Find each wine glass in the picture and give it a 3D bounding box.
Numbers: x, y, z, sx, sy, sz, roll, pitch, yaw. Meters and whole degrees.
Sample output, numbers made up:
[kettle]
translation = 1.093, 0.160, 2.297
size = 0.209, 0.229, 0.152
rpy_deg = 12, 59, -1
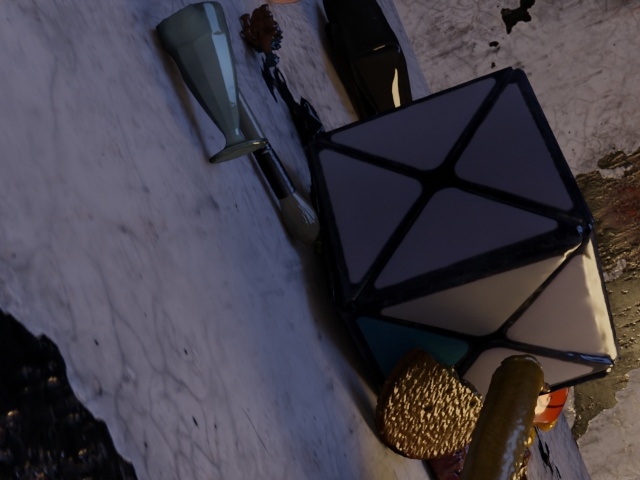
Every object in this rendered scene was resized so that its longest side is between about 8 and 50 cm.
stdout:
[wine glass]
translation = -0.111, -0.160, 1.285
size = 0.073, 0.073, 0.155
rpy_deg = -14, 86, -77

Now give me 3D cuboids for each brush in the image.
[brush]
translation = -0.079, -0.123, 1.442
size = 0.299, 0.039, 0.042
rpy_deg = 61, 10, -15

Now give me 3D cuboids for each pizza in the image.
[pizza]
translation = 0.193, 0.265, 1.383
size = 0.365, 0.074, 0.182
rpy_deg = -60, 151, -52

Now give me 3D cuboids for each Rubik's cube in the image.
[Rubik's cube]
translation = 0.175, 0.019, 1.585
size = 0.305, 0.310, 0.307
rpy_deg = 65, 9, -49

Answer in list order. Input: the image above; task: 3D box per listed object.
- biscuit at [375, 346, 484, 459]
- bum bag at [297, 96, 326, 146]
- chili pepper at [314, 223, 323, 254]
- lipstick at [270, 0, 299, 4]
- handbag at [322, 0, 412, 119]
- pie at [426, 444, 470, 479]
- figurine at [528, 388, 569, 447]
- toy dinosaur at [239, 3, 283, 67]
[biscuit]
translation = 0.126, 0.205, 1.508
size = 0.206, 0.126, 0.025
rpy_deg = 45, 3, -43
[bum bag]
translation = -0.007, -0.141, 1.752
size = 0.058, 0.034, 0.124
rpy_deg = 48, 22, -80
[chili pepper]
translation = -0.001, 0.000, 1.574
size = 0.030, 0.017, 0.083
rpy_deg = 62, 11, -21
[lipstick]
translation = -0.082, -0.518, 1.970
size = 0.087, 0.087, 0.326
rpy_deg = 48, 23, -56
[handbag]
translation = 0.099, -0.312, 2.317
size = 0.285, 0.113, 0.257
rpy_deg = -108, 174, -54
[pie]
translation = 0.182, 0.278, 1.764
size = 0.218, 0.054, 0.204
rpy_deg = -89, 154, -61
[figurine]
translation = 0.287, 0.195, 2.025
size = 0.323, 0.196, 0.320
rpy_deg = 39, 20, -52
[toy dinosaur]
translation = -0.075, -0.271, 1.665
size = 0.154, 0.049, 0.055
rpy_deg = -104, 169, -53
